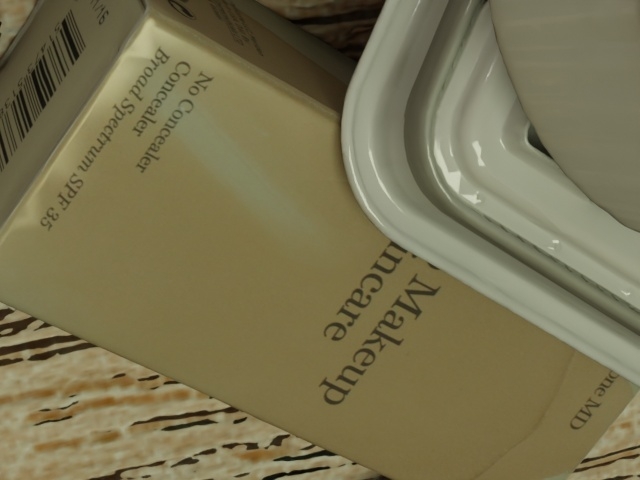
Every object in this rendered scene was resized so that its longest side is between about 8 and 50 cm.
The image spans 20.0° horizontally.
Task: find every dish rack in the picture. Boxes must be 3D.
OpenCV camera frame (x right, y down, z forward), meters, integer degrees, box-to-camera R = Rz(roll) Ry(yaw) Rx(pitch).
[{"bbox_3d":[0.190,-0.073,0.798,0.332,0.072,0.286,30,79,-28],"label":"dish rack"}]

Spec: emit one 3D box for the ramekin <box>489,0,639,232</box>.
[{"bbox_3d":[0.195,-0.113,0.680,0.277,0.135,0.277,-2,94,-30],"label":"ramekin"}]

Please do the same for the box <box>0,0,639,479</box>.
[{"bbox_3d":[0.000,0.000,0.826,0.311,0.121,0.148,26,108,-28],"label":"box"}]
